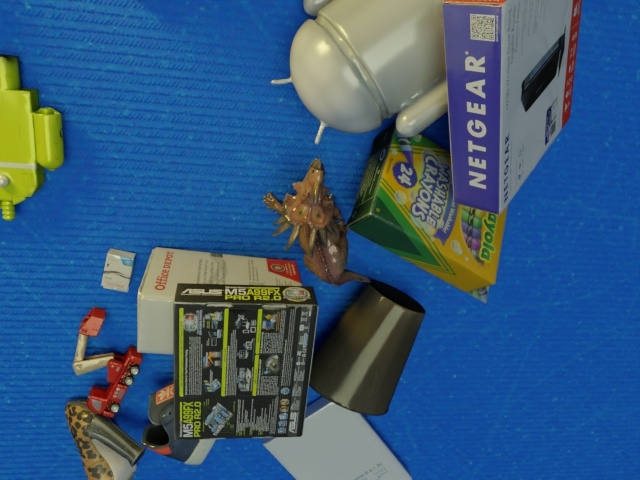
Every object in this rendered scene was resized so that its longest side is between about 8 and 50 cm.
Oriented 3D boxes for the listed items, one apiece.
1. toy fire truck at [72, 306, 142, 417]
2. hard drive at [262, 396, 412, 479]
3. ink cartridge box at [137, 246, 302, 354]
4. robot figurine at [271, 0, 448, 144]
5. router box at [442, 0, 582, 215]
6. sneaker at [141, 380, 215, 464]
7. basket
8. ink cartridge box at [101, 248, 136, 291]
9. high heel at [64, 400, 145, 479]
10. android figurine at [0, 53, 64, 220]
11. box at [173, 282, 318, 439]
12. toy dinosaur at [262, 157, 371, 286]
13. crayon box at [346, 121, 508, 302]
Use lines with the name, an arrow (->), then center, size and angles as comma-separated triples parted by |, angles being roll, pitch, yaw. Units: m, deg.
toy fire truck -> -0.423, 0.239, 1.032 | 0.135, 0.047, 0.191 | 26, 95, -23
hard drive -> 0.044, 0.500, 1.227 | 0.210, 0.040, 0.318 | -34, 113, 4
ink cartridge box -> -0.175, 0.111, 0.955 | 0.273, 0.197, 0.114 | 7, 111, -12
robot figurine -> 0.098, -0.307, 0.841 | 0.354, 0.200, 0.299 | -37, 75, 5
router box -> 0.304, -0.259, 0.821 | 0.301, 0.082, 0.335 | -47, 140, -29
sneaker -> -0.248, 0.299, 1.045 | 0.148, 0.131, 0.349 | 21, 110, -19
basket -> 0.100, 0.207, 1.070 | 0.205, 0.154, 0.226 | 22, 102, -19
ink cartridge box -> -0.377, 0.062, 0.994 | 0.048, 0.028, 0.083 | 13, 109, -14
high heel -> -0.479, 0.449, 1.119 | 0.186, 0.093, 0.261 | 36, 119, 6
android figurine -> -0.548, -0.164, 0.865 | 0.249, 0.056, 0.272 | 4, 108, -11
box -> -0.125, 0.200, 0.862 | 0.217, 0.060, 0.269 | 2, 115, -9
toy dinosaur -> 0.000, 0.000, 0.942 | 0.127, 0.200, 0.295 | -28, 113, 2
crayon box -> 0.224, -0.046, 0.969 | 0.323, 0.083, 0.203 | 28, 62, -19
